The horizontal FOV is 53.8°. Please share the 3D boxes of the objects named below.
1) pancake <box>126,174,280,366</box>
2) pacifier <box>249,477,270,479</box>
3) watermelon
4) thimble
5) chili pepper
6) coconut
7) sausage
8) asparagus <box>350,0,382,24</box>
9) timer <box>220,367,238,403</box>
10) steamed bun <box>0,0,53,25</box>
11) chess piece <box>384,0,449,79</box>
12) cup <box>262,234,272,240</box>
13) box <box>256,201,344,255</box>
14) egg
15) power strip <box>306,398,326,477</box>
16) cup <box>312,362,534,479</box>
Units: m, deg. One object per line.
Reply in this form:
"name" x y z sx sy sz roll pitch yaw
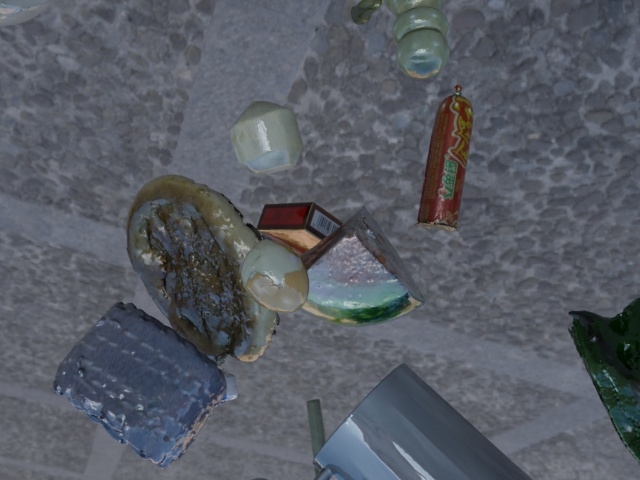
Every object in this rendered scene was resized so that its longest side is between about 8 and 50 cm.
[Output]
"pancake" -0.215 0.064 1.142 0.382 0.071 0.383 20 123 35
"pacifier" -0.127 0.648 1.334 0.331 0.221 0.273 2 140 3
"watermelon" 0.054 0.036 0.995 0.223 0.180 0.305 9 -168 3
"thimble" -0.275 0.221 0.968 0.236 0.172 0.205 47 149 -17
"chili pepper" 0.321 0.154 0.599 0.098 0.224 0.061 -32 163 7
"coconut" -0.185 -0.360 2.183 0.244 0.248 0.245 -13 -179 0
"sausage" 0.229 -0.150 1.139 0.083 0.264 0.083 9 179 0
"asparagus" 0.098 -0.500 1.364 0.041 0.045 0.178 6 -171 -8
"timer" -0.304 0.348 1.426 0.178 0.078 0.253 -3 163 -29
"steamed bun" -0.696 -0.609 1.309 0.206 0.325 0.324 4 149 34
"chess piece" 0.256 -0.564 1.632 0.182 0.331 0.182 -1 157 -1
"cup" -0.114 0.066 1.821 0.199 0.150 0.199 15 132 18
"box" 0.000 -0.001 1.357 0.153 0.074 0.239 -4 152 43
"egg" -0.048 0.041 0.695 0.083 0.071 0.071 43 150 16
"power strip" 0.000 0.404 1.208 0.029 0.227 0.080 -10 126 -1
"cup" 0.152 0.417 1.007 0.327 0.322 0.237 43 149 18
